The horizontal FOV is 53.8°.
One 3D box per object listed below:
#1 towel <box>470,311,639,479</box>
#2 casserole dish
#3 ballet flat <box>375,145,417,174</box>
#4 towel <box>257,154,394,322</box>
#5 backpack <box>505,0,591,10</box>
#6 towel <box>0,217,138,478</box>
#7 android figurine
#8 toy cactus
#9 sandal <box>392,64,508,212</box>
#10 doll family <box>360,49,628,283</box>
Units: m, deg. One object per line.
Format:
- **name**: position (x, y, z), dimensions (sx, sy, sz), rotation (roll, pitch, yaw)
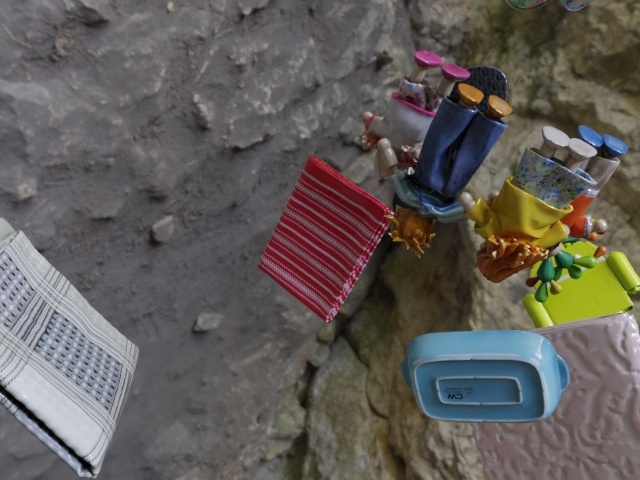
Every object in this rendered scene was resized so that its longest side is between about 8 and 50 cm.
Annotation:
- **towel**: position (0.397, 0.306, 1.034), dimensions (0.317, 0.332, 0.053), rotation (-19, 173, 39)
- **casserole dish**: position (0.178, 0.158, 0.708), dimensions (0.037, 0.188, 0.114), rotation (-49, 129, -57)
- **ballet flat**: position (0.164, -0.148, 1.224), dimensions (0.188, 0.070, 0.070), rotation (37, 88, -35)
- **towel**: position (0.000, 0.000, 1.190), dimensions (0.031, 0.199, 0.275), rotation (-21, 144, -56)
- **backpack**: position (0.340, -0.434, 0.856), dimensions (0.253, 0.191, 0.225), rotation (-26, 161, 11)
- **towel**: position (-0.381, 0.121, 0.867), dimensions (0.056, 0.324, 0.312), rotation (-37, -162, 8)
- **android figurine**: position (0.586, 0.113, 1.435), dimensions (0.248, 0.273, 0.056), rotation (-28, 152, 15)
- **toy cactus**: position (0.512, 0.023, 1.366), dimensions (0.180, 0.112, 0.219), rotation (36, 100, -32)
- **sandal**: position (0.313, -0.242, 1.580), dimensions (0.107, 0.167, 0.446), rotation (-39, 160, -57)
- **doll family**: position (0.142, -0.050, 0.593), dimensions (0.118, 0.263, 0.163), rotation (-50, 166, -54)
